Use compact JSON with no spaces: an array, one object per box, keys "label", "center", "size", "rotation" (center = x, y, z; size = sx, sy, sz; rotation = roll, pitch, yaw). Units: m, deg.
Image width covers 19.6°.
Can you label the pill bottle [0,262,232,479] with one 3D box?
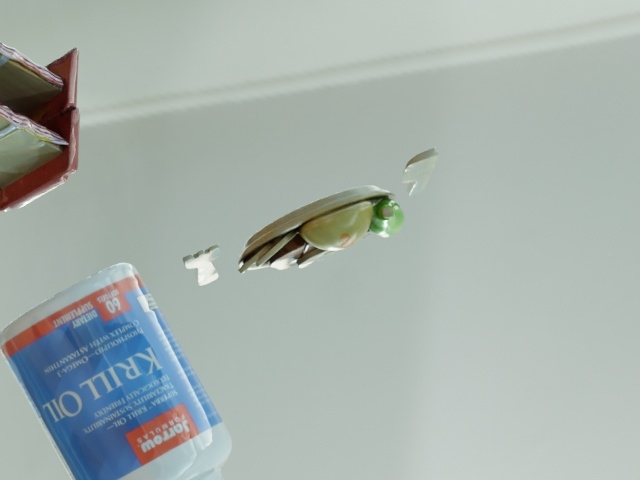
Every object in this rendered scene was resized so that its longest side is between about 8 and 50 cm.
[{"label":"pill bottle","center":[-0.144,0.139,1.419],"size":[0.124,0.124,0.221],"rotation":[-33,-94,44]}]

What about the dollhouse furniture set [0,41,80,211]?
[{"label":"dollhouse furniture set","center":[-0.441,-0.094,1.850],"size":[0.374,0.201,0.152],"rotation":[-26,-127,29]}]

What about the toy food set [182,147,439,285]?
[{"label":"toy food set","center":[0.000,0.000,1.323],"size":[0.132,0.192,0.038],"rotation":[90,-24,-79]}]
